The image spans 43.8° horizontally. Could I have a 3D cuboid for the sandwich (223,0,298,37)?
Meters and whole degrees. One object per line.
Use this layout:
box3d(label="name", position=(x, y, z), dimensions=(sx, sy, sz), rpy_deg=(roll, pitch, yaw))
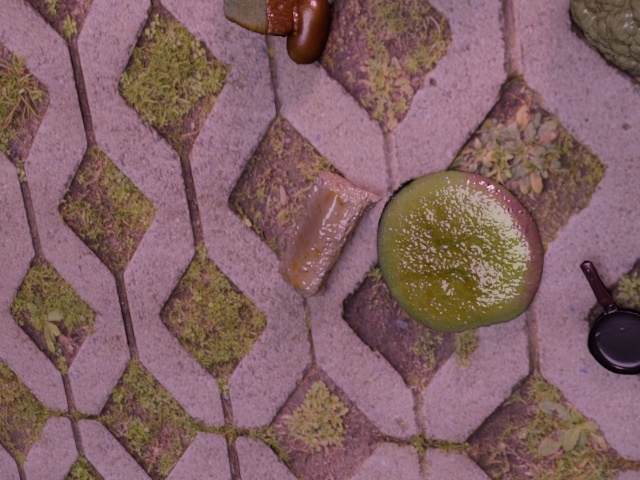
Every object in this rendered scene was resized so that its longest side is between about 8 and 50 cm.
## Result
box3d(label="sandwich", position=(-0.091, -0.456, 1.315), dimensions=(0.186, 0.065, 0.215), rpy_deg=(36, 125, 48))

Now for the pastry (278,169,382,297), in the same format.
box3d(label="pastry", position=(-0.003, -0.005, 1.443), dimensions=(0.121, 0.089, 0.258), rpy_deg=(42, 116, 23))

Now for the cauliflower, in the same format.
box3d(label="cauliflower", position=(0.465, -0.350, 1.043), dimensions=(0.250, 0.272, 0.275), rpy_deg=(-31, 106, -1))

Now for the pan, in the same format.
box3d(label="pan", position=(0.466, 0.120, 1.272), dimensions=(0.114, 0.040, 0.212), rpy_deg=(-24, 101, 30))

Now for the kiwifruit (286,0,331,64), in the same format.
box3d(label="kiwifruit", position=(-0.020, -0.358, 1.347), dimensions=(0.075, 0.075, 0.125), rpy_deg=(22, 109, 19))

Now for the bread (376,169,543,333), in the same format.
box3d(label="bread", position=(0.229, 0.021, 1.359), dimensions=(0.301, 0.045, 0.302), rpy_deg=(7, 107, 24))
